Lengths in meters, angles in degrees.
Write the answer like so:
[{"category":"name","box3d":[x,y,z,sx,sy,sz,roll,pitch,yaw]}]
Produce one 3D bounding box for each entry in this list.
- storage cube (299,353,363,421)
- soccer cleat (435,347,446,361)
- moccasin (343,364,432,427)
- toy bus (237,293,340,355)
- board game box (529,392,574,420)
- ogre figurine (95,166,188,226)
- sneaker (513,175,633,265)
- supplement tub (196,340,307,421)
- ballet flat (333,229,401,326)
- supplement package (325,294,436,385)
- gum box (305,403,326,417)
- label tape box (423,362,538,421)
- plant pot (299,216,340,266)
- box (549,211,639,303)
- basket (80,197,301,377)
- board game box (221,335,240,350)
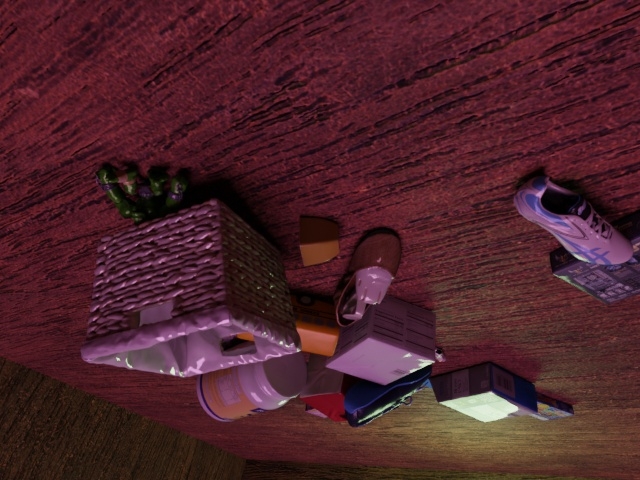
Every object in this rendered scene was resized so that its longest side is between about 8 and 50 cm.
[{"category":"storage cube","box3d":[0.074,0.478,1.513,0.184,0.214,0.193,-22,128,37]},{"category":"soccer cleat","box3d":[0.378,0.362,1.430,0.083,0.029,0.036,37,141,-26]},{"category":"moccasin","box3d":[0.207,0.471,1.425,0.342,0.138,0.116,-14,119,-28]},{"category":"toy bus","box3d":[-0.117,0.216,1.241,0.333,0.130,0.108,12,122,-2]},{"category":"board game box","box3d":[0.806,0.615,1.664,0.201,0.035,0.136,24,142,-18]},{"category":"ogre figurine","box3d":[-0.366,-0.091,0.945,0.197,0.096,0.118,-5,126,-4]},{"category":"sneaker","box3d":[0.455,-0.031,0.791,0.237,0.085,0.086,31,160,-4]},{"category":"supplement tub","box3d":[-0.232,0.463,1.524,0.332,0.240,0.241,-28,130,33]},{"category":"ballet flat","box3d":[0.103,0.115,1.077,0.116,0.124,0.342,17,144,-9]},{"category":"supplement package","box3d":[0.168,0.285,1.275,0.204,0.145,0.262,22,143,-14]},{"category":"gum box","box3d":[0.030,0.726,1.985,0.107,0.062,0.188,28,141,-23]},{"category":"label tape box","box3d":[0.537,0.548,1.580,0.241,0.105,0.334,29,140,-23]},{"category":"plant pot","box3d":[0.000,0.000,0.988,0.084,0.081,0.081,-5,143,3]},{"category":"box","box3d":[0.620,0.036,0.896,0.184,0.059,0.233,25,143,-20]},{"category":"basket","box3d":[-0.257,0.125,0.973,0.329,0.266,0.331,-17,152,15]},{"category":"board game box","box3d":[-0.349,0.319,1.552,0.145,0.027,0.281,21,143,-17]}]
